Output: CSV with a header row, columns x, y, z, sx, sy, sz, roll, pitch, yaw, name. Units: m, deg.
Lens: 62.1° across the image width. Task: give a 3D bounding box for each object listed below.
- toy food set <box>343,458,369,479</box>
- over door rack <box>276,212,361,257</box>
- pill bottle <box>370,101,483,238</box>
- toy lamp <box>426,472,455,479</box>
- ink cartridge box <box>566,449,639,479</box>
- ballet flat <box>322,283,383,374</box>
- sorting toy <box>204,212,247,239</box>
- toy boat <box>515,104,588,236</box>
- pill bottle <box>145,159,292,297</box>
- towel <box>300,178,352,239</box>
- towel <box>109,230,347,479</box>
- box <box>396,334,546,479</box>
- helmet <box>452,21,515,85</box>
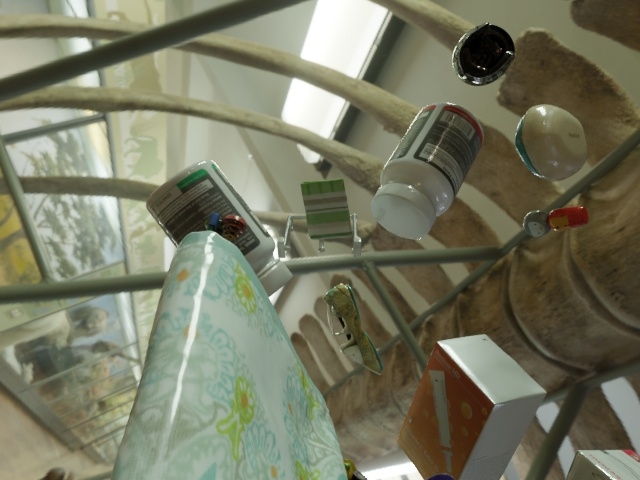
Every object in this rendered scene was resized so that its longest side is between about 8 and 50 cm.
x,y,z,sx,sy,sz,roll,pitch,yaw,name
0.099,0.573,1.185,0.218,0.128,0.071,45,-61,31,toy food set
0.000,0.000,1.626,0.324,0.240,0.108,-82,171,-73,over door rack
0.293,-0.194,1.471,0.210,0.363,0.210,26,-28,15,pill bottle
0.271,0.520,0.913,0.274,0.080,0.080,55,-22,-16,toy lamp
0.508,0.408,0.886,0.109,0.150,0.063,39,-64,61,ink cartridge box
0.101,0.317,1.801,0.123,0.123,0.348,1,-64,63,ballet flat
-0.185,-0.018,0.988,0.102,0.042,0.061,-13,-37,41,sorting toy
0.557,-0.173,1.311,0.148,0.267,0.318,-12,-99,45,toy boat
-0.243,-0.002,1.316,0.361,0.204,0.204,53,-26,-2,pill bottle
0.016,-0.077,1.322,0.023,0.113,0.152,-61,144,-65,towel
-0.060,0.214,0.556,0.320,0.090,0.374,-101,167,-56,towel
0.353,0.436,1.296,0.215,0.168,0.345,49,-47,50,box
0.447,-0.508,1.458,0.169,0.161,0.169,4,-74,15,helmet
